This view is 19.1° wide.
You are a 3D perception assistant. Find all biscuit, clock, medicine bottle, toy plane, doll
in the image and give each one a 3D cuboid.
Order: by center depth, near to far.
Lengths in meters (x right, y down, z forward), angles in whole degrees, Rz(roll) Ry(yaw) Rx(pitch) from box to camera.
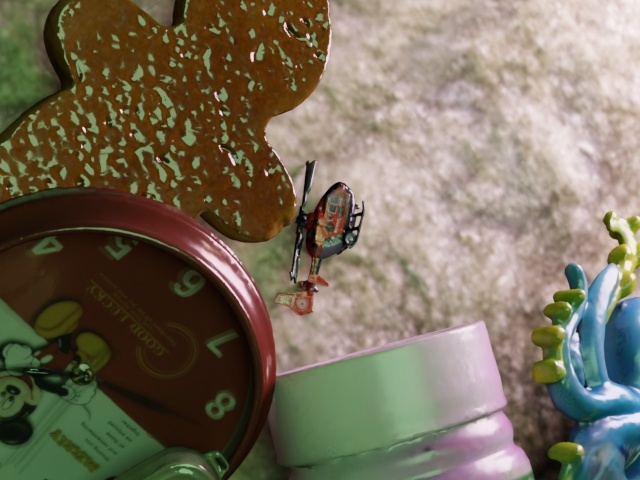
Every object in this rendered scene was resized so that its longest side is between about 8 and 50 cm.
[{"bbox_3d":[-0.194,0.106,1.555,0.319,0.080,0.318,-3,114,-7],"label":"clock"},{"bbox_3d":[0.087,0.248,1.631,0.212,0.212,0.325,-14,86,-23],"label":"medicine bottle"},{"bbox_3d":[-0.151,-0.088,1.666,0.283,0.064,0.432,45,70,-16],"label":"biscuit"},{"bbox_3d":[0.000,0.000,1.728,0.060,0.037,0.145,19,74,-14],"label":"toy plane"},{"bbox_3d":[0.284,0.182,1.753,0.346,0.099,0.341,52,49,-24],"label":"doll"}]

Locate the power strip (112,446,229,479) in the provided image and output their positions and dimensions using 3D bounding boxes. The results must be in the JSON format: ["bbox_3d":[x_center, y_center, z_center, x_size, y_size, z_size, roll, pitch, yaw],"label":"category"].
[{"bbox_3d":[-0.196,0.258,1.542,0.286,0.048,0.080,-32,109,0],"label":"power strip"}]
